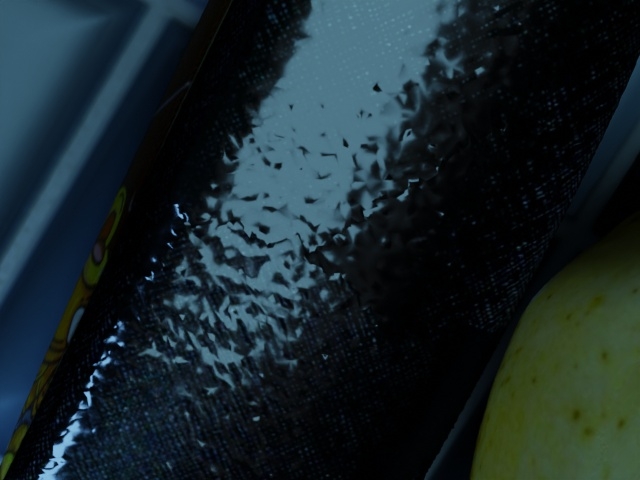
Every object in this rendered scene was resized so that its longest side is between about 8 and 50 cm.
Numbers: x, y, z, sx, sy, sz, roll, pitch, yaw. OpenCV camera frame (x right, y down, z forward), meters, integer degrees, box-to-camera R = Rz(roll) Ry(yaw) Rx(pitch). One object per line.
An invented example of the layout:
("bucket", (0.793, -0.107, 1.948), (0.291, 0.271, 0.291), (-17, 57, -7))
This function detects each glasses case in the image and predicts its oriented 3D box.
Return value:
("glasses case", (0.000, 0.000, 0.622), (0.122, 0.082, 0.321), (22, 104, -18))

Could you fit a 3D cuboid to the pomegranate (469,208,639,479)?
("pomegranate", (0.153, 0.079, 0.610), (0.233, 0.233, 0.233), (-4, 110, -11))
